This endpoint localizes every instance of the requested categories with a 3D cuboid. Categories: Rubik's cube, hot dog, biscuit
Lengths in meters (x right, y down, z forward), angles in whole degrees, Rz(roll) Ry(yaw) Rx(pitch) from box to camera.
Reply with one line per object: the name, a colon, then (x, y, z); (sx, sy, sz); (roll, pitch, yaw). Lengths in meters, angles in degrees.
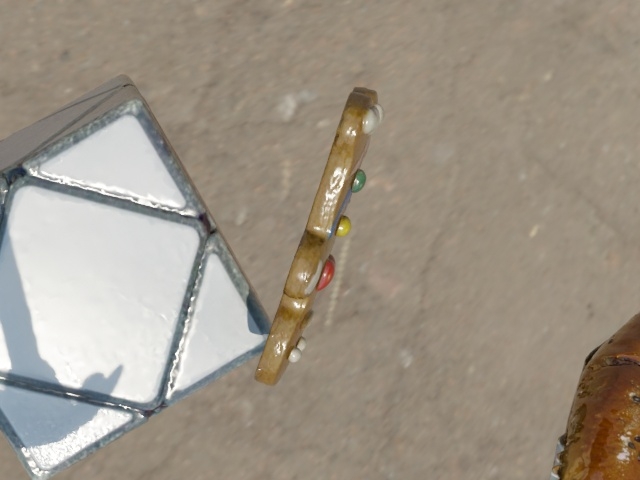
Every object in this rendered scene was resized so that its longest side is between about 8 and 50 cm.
Rubik's cube: (-0.174, 0.019, 1.305); (0.205, 0.205, 0.207); (-29, 105, -3)
hot dog: (0.222, 0.113, 1.081); (0.144, 0.268, 0.075); (42, 142, 0)
biscuit: (0.001, 0.000, 1.166); (0.031, 0.138, 0.205); (20, 98, 0)
